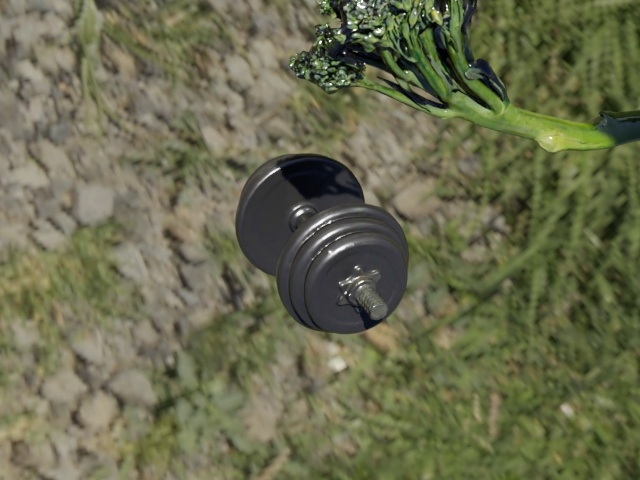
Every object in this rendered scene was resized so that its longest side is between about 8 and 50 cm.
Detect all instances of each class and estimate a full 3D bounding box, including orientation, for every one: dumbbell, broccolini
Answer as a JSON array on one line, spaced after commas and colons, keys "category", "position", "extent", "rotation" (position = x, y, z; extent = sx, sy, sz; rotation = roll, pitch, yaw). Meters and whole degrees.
[{"category": "dumbbell", "position": [0.000, 0.000, 1.199], "extent": [0.099, 0.208, 0.099], "rotation": [-11, 120, -19]}, {"category": "broccolini", "position": [0.122, -0.115, 1.003], "extent": [0.271, 0.062, 0.123], "rotation": [11, 137, -28]}]
